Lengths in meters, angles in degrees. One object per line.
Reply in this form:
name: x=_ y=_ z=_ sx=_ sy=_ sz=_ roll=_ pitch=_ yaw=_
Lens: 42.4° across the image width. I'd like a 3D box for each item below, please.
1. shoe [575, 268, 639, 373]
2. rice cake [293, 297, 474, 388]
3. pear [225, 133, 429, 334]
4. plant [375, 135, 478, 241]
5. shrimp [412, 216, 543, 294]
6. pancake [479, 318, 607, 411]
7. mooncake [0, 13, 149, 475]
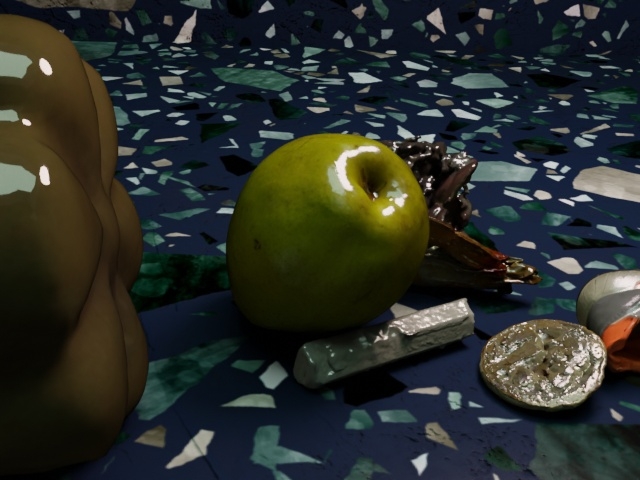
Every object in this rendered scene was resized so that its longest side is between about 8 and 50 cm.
shoe: x=0.496 y=0.128 z=1.017 sx=0.336 sy=0.132 sz=0.171 roll=4 pitch=31 yaw=8
rice cake: x=0.086 y=0.128 z=1.043 sx=0.256 sy=0.057 sz=0.052 roll=-13 pitch=29 yaw=-28
pear: x=0.000 y=0.000 z=1.047 sx=0.253 sy=0.307 sz=0.253 roll=17 pitch=49 yaw=-21
plant: x=0.138 y=-0.069 z=1.308 sx=0.234 sy=0.204 sz=0.178 roll=14 pitch=31 yaw=34
shrimp: x=0.177 y=0.020 z=1.187 sx=0.294 sy=0.154 sz=0.062 roll=11 pitch=54 yaw=1
pancake: x=0.273 y=0.152 z=1.016 sx=0.158 sy=0.028 sz=0.158 roll=-13 pitch=34 yaw=9
mooncake: x=-0.325 y=0.002 z=0.820 sx=0.262 sy=0.467 sz=0.467 roll=-5 pitch=27 yaw=-4
